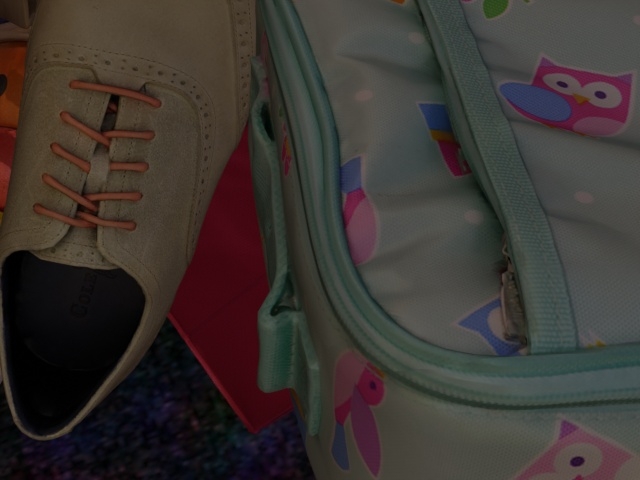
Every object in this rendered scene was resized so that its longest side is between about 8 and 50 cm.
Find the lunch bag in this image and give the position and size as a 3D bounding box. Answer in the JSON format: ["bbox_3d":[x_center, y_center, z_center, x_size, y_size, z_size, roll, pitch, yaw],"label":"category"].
[{"bbox_3d":[0.084,-0.017,0.476,0.224,0.108,0.279,0,37,-11],"label":"lunch bag"}]

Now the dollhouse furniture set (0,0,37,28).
[{"bbox_3d":[-0.455,-0.359,1.634,0.198,0.303,0.286,31,50,26],"label":"dollhouse furniture set"}]

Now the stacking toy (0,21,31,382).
[{"bbox_3d":[-0.373,-0.003,1.877,0.350,0.350,0.480,37,57,-27],"label":"stacking toy"}]

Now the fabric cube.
[{"bbox_3d":[0.000,0.000,1.551,0.259,0.258,0.254,53,38,1],"label":"fabric cube"}]

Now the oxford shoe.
[{"bbox_3d":[-0.108,-0.056,0.847,0.140,0.397,0.146,11,33,-4],"label":"oxford shoe"}]
